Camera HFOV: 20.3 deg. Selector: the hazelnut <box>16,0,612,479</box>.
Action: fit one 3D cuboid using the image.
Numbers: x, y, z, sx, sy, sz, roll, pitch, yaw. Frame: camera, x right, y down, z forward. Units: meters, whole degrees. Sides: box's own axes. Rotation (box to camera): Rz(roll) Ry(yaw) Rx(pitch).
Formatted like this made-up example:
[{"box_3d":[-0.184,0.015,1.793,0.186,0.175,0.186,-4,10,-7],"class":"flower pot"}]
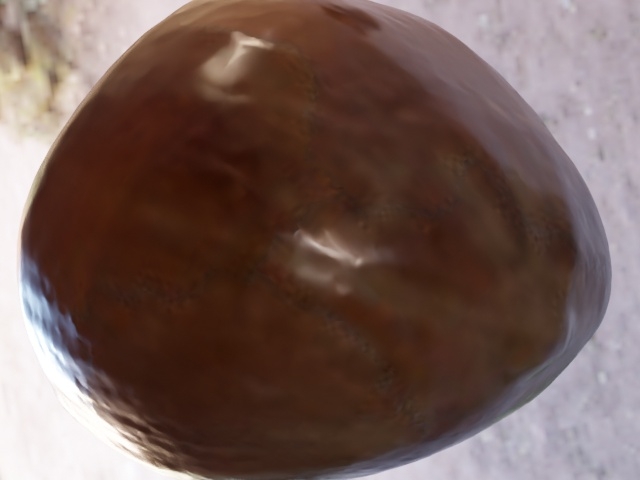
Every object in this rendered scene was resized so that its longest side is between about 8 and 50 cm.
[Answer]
[{"box_3d":[0.000,0.000,0.633,0.214,0.214,0.176,-132,33,-57],"class":"hazelnut"}]
